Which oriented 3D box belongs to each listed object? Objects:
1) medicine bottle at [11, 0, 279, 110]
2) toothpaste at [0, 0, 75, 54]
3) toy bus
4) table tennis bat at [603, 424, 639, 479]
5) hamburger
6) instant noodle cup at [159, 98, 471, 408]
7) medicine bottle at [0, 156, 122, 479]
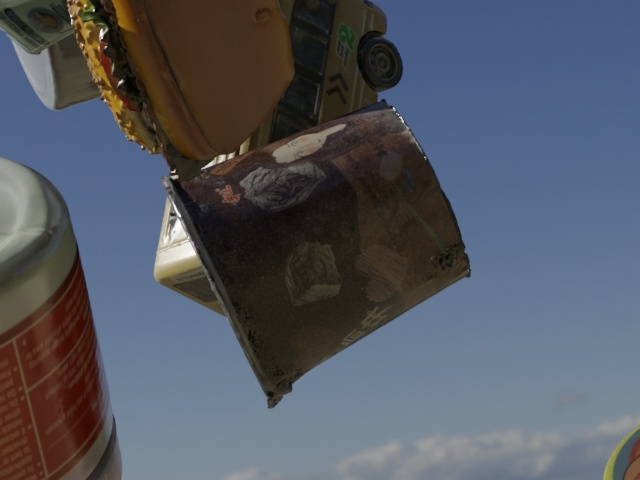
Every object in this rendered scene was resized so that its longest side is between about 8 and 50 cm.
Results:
[{"bbox_3d":[-0.187,-0.267,1.521,0.232,0.238,0.238,-19,-7,-17],"label":"medicine bottle"},{"bbox_3d":[-0.143,-0.190,1.126,0.239,0.039,0.062,-21,-40,31],"label":"toothpaste"},{"bbox_3d":[-0.048,-0.103,1.694,0.202,0.365,0.177,25,-27,-34],"label":"toy bus"},{"bbox_3d":[0.412,0.253,1.552,0.224,0.054,0.368,-24,26,-3],"label":"table tennis bat"},{"bbox_3d":[-0.080,-0.127,0.905,0.087,0.166,0.137,13,44,37],"label":"hamburger"},{"bbox_3d":[0.000,0.000,1.347,0.207,0.217,0.217,-26,-9,-5],"label":"instant noodle cup"},{"bbox_3d":[-0.283,0.093,1.130,0.253,0.241,0.252,-6,30,3],"label":"medicine bottle"}]
